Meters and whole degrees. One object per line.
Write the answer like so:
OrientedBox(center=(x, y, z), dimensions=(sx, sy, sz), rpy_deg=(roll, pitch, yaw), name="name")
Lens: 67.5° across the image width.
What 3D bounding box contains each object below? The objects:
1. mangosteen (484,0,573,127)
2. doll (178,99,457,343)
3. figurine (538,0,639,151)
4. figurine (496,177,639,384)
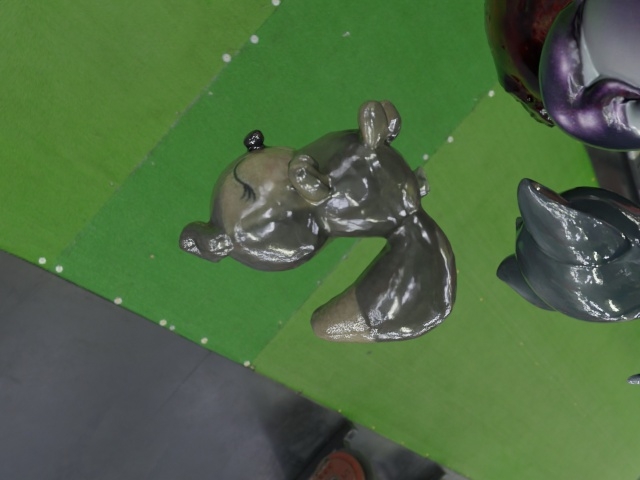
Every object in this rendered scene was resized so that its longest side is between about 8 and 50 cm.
OrientedBox(center=(0.437, -0.338, 0.652), dimensions=(0.421, 0.381, 0.381), rpy_deg=(-38, 128, -2), name="mangosteen")
OrientedBox(center=(-0.010, 0.006, 0.730), dimensions=(0.383, 0.378, 0.252), rpy_deg=(-24, 171, 18), name="doll")
OrientedBox(center=(0.233, -0.162, 0.316), dimensions=(0.146, 0.145, 0.222), rpy_deg=(-19, 126, -22), name="figurine")
OrientedBox(center=(0.287, 0.050, 0.423), dimensions=(0.140, 0.265, 0.193), rpy_deg=(-36, 160, -3), name="figurine")
